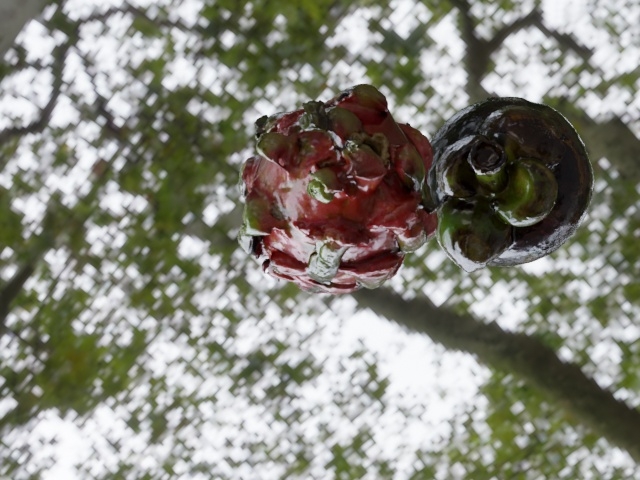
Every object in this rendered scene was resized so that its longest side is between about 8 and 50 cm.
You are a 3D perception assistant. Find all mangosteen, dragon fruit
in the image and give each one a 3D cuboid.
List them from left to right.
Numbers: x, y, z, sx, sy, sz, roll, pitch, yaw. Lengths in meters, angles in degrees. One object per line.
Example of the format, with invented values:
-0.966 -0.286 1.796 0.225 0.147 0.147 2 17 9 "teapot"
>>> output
0.013 -0.045 1.241 0.166 0.172 0.160 47 -126 3 "dragon fruit"
0.163 -0.050 1.502 0.172 0.172 0.184 49 -135 5 "mangosteen"
